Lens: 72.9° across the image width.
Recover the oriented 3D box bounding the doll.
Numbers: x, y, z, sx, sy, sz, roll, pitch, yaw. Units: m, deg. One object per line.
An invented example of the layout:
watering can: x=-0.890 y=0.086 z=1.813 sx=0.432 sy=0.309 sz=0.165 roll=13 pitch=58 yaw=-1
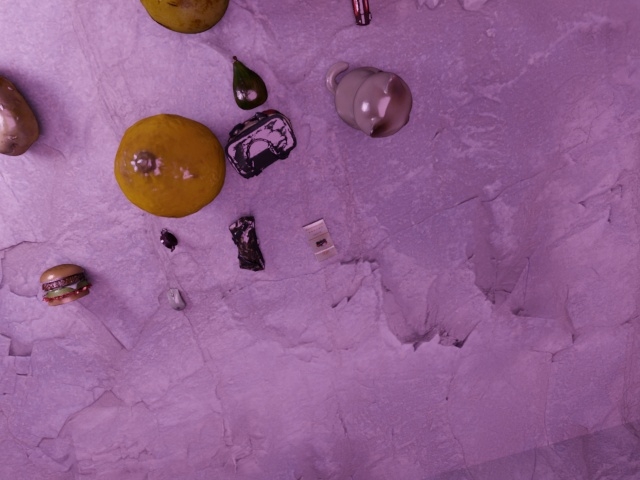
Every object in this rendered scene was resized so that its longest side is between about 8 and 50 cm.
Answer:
doll: x=0.173 y=-0.461 z=1.442 sx=0.225 sy=0.370 sz=0.215 roll=14 pitch=111 yaw=-32

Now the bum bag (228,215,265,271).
bum bag: x=-0.287 y=0.020 z=1.692 sx=0.102 sy=0.069 sz=0.248 roll=0 pitch=115 yaw=18

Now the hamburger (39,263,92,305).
hamburger: x=-0.955 y=0.157 z=1.611 sx=0.175 sy=0.175 sz=0.137 roll=-15 pitch=99 yaw=-2

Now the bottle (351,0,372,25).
bottle: x=0.132 y=-0.803 z=1.440 sx=0.060 sy=0.060 sz=0.164 roll=-13 pitch=112 yaw=-3

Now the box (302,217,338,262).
box: x=0.000 y=0.000 z=1.746 sx=0.089 sy=0.024 sz=0.167 roll=-23 pitch=111 yaw=1

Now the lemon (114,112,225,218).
lemon: x=-0.488 y=-0.241 z=1.408 sx=0.349 sy=0.387 sz=0.350 roll=1 pitch=100 yaw=9

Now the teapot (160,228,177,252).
teapot: x=-0.582 y=0.000 z=1.647 sx=0.045 sy=0.068 sz=0.100 roll=-37 pitch=76 yaw=9

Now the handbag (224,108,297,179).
handbag: x=-0.210 y=-0.344 z=1.502 sx=0.254 sy=0.181 sz=0.181 roll=-32 pitch=112 yaw=4

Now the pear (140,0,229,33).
pear: x=-0.405 y=-0.758 z=1.277 sx=0.283 sy=0.284 sz=0.284 roll=-3 pitch=111 yaw=-7

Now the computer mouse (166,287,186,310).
computer mouse: x=-0.587 y=0.242 z=1.755 sx=0.055 sy=0.032 sz=0.110 roll=-19 pitch=112 yaw=-1

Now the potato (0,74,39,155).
potato: x=-1.031 y=-0.420 z=1.387 sx=0.191 sy=0.141 sz=0.296 roll=-17 pitch=114 yaw=17

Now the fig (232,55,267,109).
fig: x=-0.251 y=-0.536 z=1.472 sx=0.117 sy=0.117 sz=0.178 roll=-23 pitch=96 yaw=1
